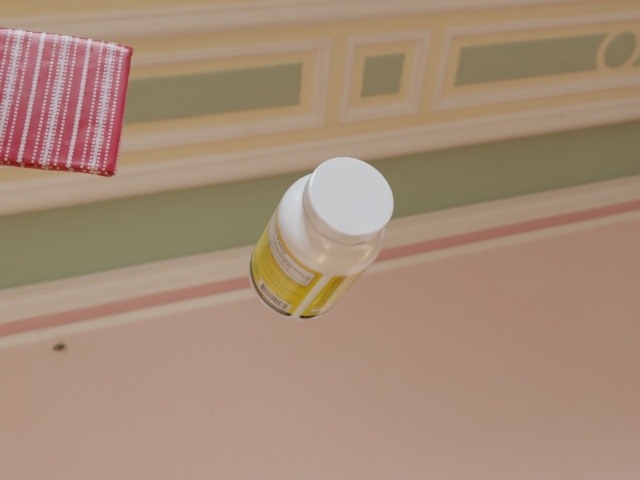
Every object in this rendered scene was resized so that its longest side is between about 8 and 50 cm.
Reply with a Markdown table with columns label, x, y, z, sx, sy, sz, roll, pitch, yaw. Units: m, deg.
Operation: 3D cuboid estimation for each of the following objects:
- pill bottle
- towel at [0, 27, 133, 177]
| label | x | y | z | sx | sy | sz | roll | pitch | yaw |
| --- | --- | --- | --- | --- | --- | --- | --- | --- | --- |
| pill bottle | 0.000 | 0.000 | 1.419 | 0.188 | 0.188 | 0.334 | -8 | -22 | -23 |
| towel | -0.392 | -0.184 | 1.067 | 0.274 | 0.199 | 0.031 | 6 | -19 | -9 |
